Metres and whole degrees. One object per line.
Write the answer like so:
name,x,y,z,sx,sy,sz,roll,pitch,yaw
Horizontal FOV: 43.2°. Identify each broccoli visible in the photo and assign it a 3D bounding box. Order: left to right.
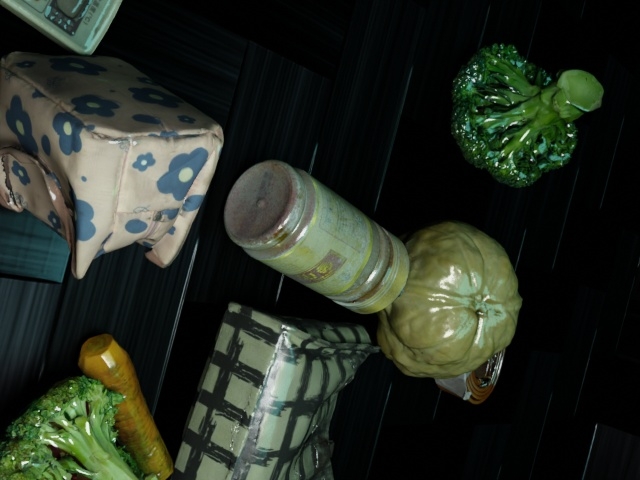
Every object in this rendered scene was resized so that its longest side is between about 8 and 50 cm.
broccoli,-0.295,0.322,0.975,0.308,0.275,0.308,-7,90,-70
broccoli,0.392,-0.255,1.566,0.297,0.297,0.298,6,75,-22

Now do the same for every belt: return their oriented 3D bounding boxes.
belt,0.326,0.220,1.756,0.184,0.105,0.262,-1,103,-46

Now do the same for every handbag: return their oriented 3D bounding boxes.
handbag,-0.251,-0.086,0.910,0.190,0.251,0.193,-11,127,-43
handbag,-0.061,0.278,1.305,0.327,0.162,0.325,17,92,-57

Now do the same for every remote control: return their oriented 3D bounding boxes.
remote control,-0.343,-0.326,0.889,0.285,0.038,0.123,37,74,-47

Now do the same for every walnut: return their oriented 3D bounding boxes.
walnut,0.221,0.108,1.474,0.253,0.277,0.282,-20,90,-18

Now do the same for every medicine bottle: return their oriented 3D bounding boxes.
medicine bottle,0.000,0.000,1.286,0.322,0.151,0.151,32,77,-48

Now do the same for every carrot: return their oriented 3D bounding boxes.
carrot,-0.265,0.241,1.121,0.070,0.070,0.260,-40,129,-34
